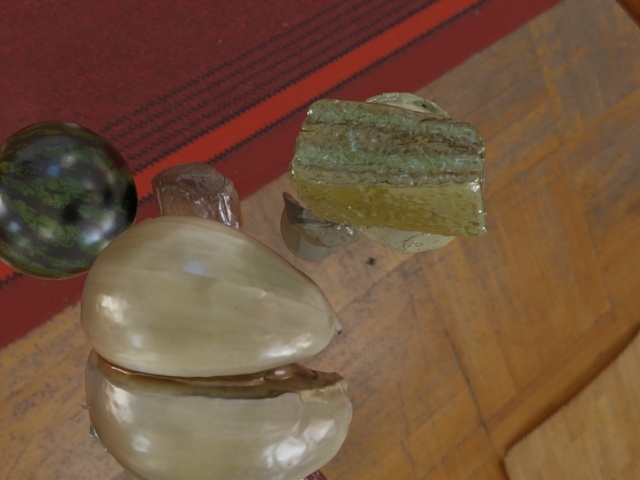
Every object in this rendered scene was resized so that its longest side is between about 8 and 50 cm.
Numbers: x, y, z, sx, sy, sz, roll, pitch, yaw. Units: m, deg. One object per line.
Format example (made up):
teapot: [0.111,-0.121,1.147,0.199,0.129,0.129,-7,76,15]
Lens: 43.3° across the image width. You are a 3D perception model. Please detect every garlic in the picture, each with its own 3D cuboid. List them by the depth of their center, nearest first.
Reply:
garlic: [-0.121,0.129,0.868,0.249,0.313,0.286,33,74,-74]

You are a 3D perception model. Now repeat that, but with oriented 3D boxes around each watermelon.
watermelon: [-0.438,-0.064,1.344,0.269,0.269,0.268,-7,103,-32]

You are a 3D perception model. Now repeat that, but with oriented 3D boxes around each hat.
hat: [0.000,0.000,1.495,0.166,0.144,0.173,8,122,-8]

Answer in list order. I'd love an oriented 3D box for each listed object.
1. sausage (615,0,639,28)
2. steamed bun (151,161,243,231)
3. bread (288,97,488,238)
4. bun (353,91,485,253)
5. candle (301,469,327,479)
sausage: [0.326,-0.224,0.713,0.105,0.274,0.105,-11,139,-9]
steamed bun: [-0.220,-0.071,1.458,0.106,0.175,0.144,-41,135,-41]
bread: [0.075,-0.071,0.814,0.138,0.196,0.102,54,45,-69]
bun: [0.126,-0.096,1.255,0.259,0.152,0.259,10,58,-16]
candle: [-0.076,0.360,1.270,0.051,0.329,0.048,17,74,-22]
